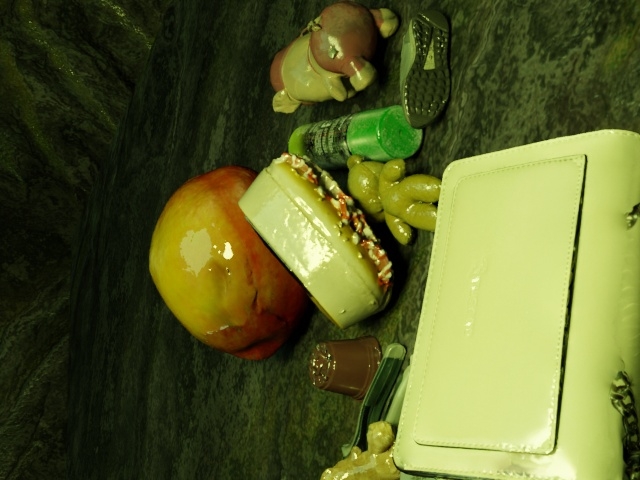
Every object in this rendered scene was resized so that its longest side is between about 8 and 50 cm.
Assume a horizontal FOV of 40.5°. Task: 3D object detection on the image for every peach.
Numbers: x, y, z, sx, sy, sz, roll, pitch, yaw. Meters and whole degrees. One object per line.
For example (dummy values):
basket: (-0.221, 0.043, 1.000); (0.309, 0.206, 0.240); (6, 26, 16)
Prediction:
peach: (-0.163, 0.042, 1.617); (0.372, 0.289, 0.373); (-19, 68, 59)

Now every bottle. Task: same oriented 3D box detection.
bottle: (0.052, -0.170, 1.484); (0.330, 0.093, 0.093); (2, 83, 64)

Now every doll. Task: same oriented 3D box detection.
doll: (0.019, -0.322, 1.547); (0.256, 0.196, 0.152); (-18, 102, 56)
doll: (0.126, -0.069, 1.333); (0.209, 0.097, 0.137); (20, 131, 48)

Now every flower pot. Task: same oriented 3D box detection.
flower pot: (0.034, 0.200, 1.388); (0.111, 0.089, 0.111); (-33, 52, 56)

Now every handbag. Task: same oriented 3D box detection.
handbag: (0.234, 0.083, 0.890); (0.236, 0.160, 0.359); (-12, 58, 50)

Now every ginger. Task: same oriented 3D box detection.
ginger: (0.048, 0.362, 1.262); (0.052, 0.176, 0.193); (-76, -26, -77)

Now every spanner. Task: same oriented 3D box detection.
spanner: (0.074, 0.312, 1.323); (0.095, 0.040, 0.325); (47, 121, 58)

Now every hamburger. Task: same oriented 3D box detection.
hamburger: (0.000, 0.000, 1.372); (0.295, 0.151, 0.227); (47, 172, 15)

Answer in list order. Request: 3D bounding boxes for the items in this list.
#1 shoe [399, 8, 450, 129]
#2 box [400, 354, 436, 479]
shoe: (0.155, -0.257, 1.347); (0.077, 0.074, 0.195); (142, 136, -69)
box: (0.168, 0.232, 1.078); (0.155, 0.067, 0.243); (-42, 31, 50)
